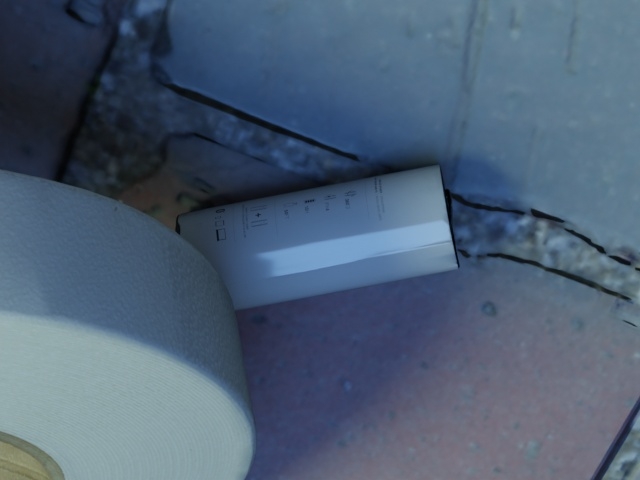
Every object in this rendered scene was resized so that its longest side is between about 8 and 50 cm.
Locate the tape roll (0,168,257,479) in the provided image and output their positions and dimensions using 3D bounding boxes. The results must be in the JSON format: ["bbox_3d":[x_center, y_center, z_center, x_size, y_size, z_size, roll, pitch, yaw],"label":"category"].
[{"bbox_3d":[-0.222,0.091,0.779,0.392,0.072,0.392,-9,153,-5],"label":"tape roll"}]

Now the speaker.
[{"bbox_3d":[0.000,0.000,0.858,0.136,0.055,0.055,-11,116,5],"label":"speaker"}]
